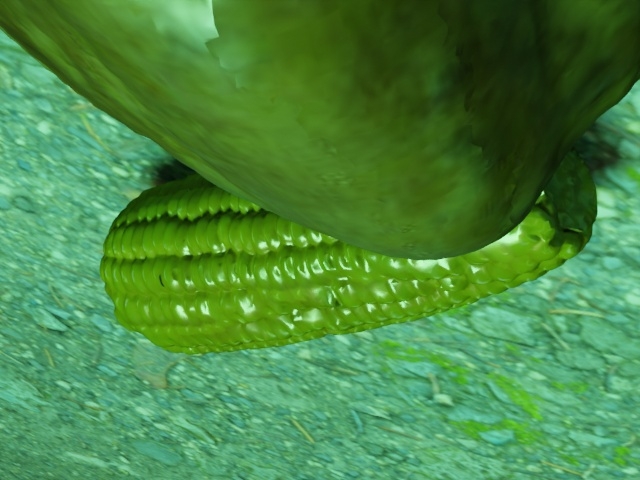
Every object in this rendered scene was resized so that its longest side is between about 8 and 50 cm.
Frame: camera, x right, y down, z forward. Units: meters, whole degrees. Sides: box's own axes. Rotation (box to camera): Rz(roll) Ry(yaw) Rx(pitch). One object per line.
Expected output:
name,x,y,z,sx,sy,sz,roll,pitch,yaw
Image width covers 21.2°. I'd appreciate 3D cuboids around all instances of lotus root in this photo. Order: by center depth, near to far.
lotus root,0.004,-0.155,0.515,0.316,0.316,0.250,5,142,28

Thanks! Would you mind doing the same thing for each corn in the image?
corn,0.000,0.000,0.997,0.363,0.120,0.120,-12,138,45
